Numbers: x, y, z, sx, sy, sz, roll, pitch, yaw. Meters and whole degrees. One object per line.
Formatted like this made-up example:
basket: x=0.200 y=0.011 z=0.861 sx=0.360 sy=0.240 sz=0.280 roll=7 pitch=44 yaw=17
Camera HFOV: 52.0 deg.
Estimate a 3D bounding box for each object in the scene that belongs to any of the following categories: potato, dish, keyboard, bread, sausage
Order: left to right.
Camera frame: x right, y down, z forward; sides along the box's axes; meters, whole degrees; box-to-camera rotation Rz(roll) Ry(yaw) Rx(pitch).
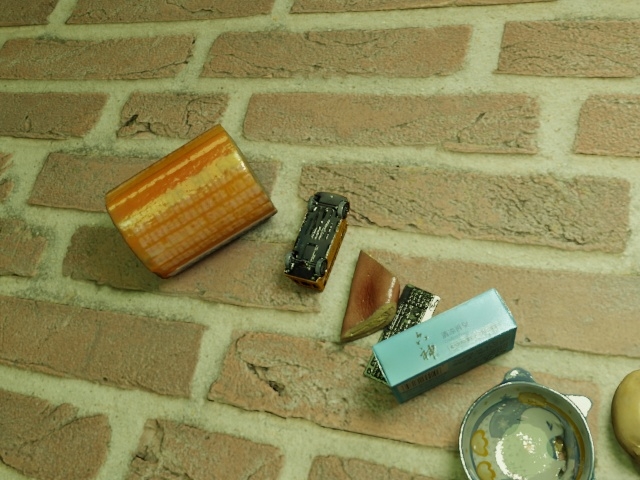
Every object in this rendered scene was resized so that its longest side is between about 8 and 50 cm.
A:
sausage: x=-0.265 y=-0.082 z=1.383 sx=0.287 sy=0.233 sz=0.233 roll=-31 pitch=58 yaw=3
bread: x=0.103 y=0.108 z=1.249 sx=0.119 sy=0.067 sz=0.192 roll=-2 pitch=62 yaw=40
keyboard: x=0.153 y=0.177 z=1.231 sx=0.074 sy=0.015 sz=0.196 roll=21 pitch=72 yaw=26
dish: x=0.338 y=0.340 z=1.044 sx=0.228 sy=0.086 sz=0.236 roll=18 pitch=70 yaw=24
potato: x=0.505 y=0.270 z=1.016 sx=0.112 sy=0.112 sz=0.147 roll=6 pitch=56 yaw=21

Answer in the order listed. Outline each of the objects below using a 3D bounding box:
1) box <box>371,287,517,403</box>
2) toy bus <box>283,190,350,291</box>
box: x=0.214 y=0.185 z=1.125 sx=0.232 sy=0.142 sz=0.083 roll=-27 pitch=62 yaw=0
toy bus: x=0.000 y=0.000 z=1.333 sx=0.083 sy=0.088 sz=0.194 roll=14 pitch=71 yaw=24
